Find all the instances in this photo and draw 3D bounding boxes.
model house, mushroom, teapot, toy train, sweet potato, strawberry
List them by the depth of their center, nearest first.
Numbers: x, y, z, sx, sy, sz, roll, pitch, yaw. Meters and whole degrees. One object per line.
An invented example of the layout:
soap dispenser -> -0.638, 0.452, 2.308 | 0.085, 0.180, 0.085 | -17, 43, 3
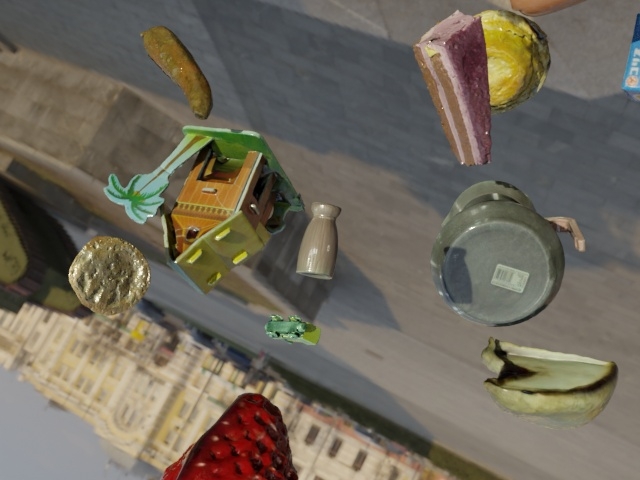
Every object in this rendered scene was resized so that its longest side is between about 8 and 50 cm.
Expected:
strawberry -> -0.147, 0.457, 1.482 | 0.295, 0.345, 0.317 | 10, 141, 20
sweet potato -> -0.281, -0.344, 1.622 | 0.273, 0.075, 0.075 | 53, -179, 25
teapot -> 0.382, 0.007, 1.643 | 0.300, 0.253, 0.344 | -3, -162, 11
toy train -> -0.060, 0.185, 1.658 | 0.081, 0.050, 0.122 | 29, 158, -34
mushroom -> 0.477, 0.345, 1.756 | 0.292, 0.211, 0.217 | 20, -150, 19
model house -> -0.270, -0.044, 1.758 | 0.340, 0.323, 0.300 | 8, 152, 24

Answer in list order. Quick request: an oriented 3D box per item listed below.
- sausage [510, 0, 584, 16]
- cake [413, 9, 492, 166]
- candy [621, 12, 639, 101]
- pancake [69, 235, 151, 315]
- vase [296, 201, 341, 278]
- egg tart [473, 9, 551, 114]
sausage -> 0.451, -0.464, 1.321 | 0.304, 0.121, 0.121 | -15, 141, 40
cake -> 0.258, -0.279, 1.517 | 0.116, 0.113, 0.295 | 27, 133, 63
candy -> 0.728, -0.332, 1.462 | 0.306, 0.157, 0.100 | 12, 180, 38
pancake -> -0.390, 0.063, 1.483 | 0.152, 0.151, 0.025 | 33, 168, -26
vase -> 0.000, 0.000, 1.105 | 0.053, 0.100, 0.053 | 10, 171, 2
egg tart -> 0.433, -0.433, 2.012 | 0.295, 0.116, 0.294 | 7, 127, 10
